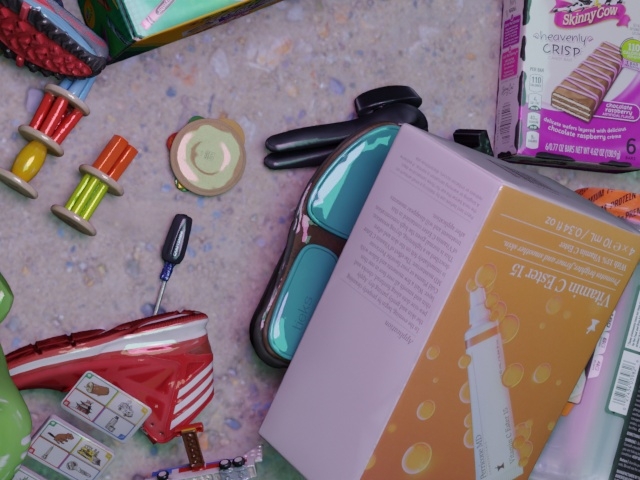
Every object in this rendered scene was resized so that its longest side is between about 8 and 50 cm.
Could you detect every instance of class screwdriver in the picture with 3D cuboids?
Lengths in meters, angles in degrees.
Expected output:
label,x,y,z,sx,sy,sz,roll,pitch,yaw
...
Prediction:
label,x,y,z,sx,sy,sz,roll,pitch,yaw
screwdriver,-0.164,0.054,1.664,0.025,0.024,0.170,26,81,-45

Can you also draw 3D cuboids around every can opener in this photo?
label,x,y,z,sx,sy,sz,roll,pitch,yaw
can opener,0.028,-0.108,1.723,0.186,0.073,0.059,-19,132,-15

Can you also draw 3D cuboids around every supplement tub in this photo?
label,x,y,z,sx,sy,sz,roll,pitch,yaw
supplement tub,0.299,0.116,1.720,0.193,0.193,0.316,19,81,-16

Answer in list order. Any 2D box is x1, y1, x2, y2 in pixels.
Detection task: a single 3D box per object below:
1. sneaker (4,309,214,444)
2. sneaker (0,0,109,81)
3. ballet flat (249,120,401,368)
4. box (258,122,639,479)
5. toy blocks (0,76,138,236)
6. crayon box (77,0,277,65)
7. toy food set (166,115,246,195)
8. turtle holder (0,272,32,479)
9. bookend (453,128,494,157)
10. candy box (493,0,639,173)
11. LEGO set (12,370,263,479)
label,x,y,z,sx,sy,sz,roll,pitch,yaw
sneaker,-0.207,0.152,1.613,0.221,0.087,0.128,-12,97,-9
sneaker,-0.297,-0.268,1.587,0.262,0.104,0.125,40,63,-4
ballet flat,0.000,0.000,1.679,0.095,0.096,0.280,33,78,-15
box,0.127,0.093,1.594,0.215,0.168,0.345,16,103,-38
toy blocks,-0.237,-0.097,1.630,0.123,0.054,0.148,33,78,-13
crayon box,-0.090,-0.267,1.628,0.278,0.165,0.081,-23,94,-17
toy food set,-0.117,-0.087,1.686,0.082,0.020,0.083,0,88,-18
turtle holder,-0.405,0.103,1.495,0.227,0.243,0.320,-35,132,5
bookend,0.114,-0.019,1.720,0.157,0.072,0.156,-20,101,-18
candy box,0.280,-0.197,1.793,0.159,0.071,0.233,5,85,-17
LEGO set,-0.177,0.241,1.623,0.244,0.060,0.182,33,110,-17
